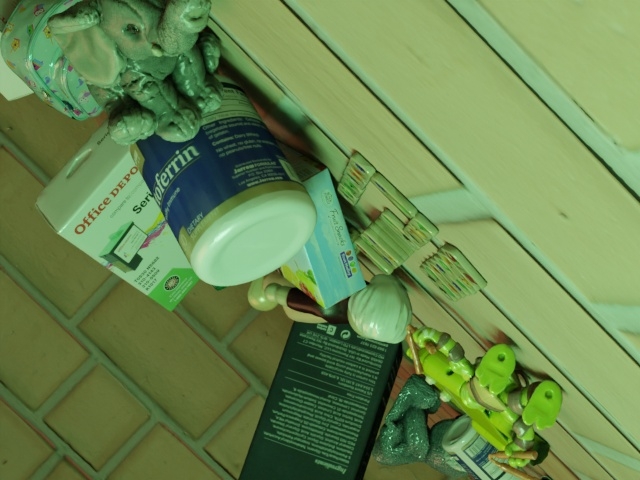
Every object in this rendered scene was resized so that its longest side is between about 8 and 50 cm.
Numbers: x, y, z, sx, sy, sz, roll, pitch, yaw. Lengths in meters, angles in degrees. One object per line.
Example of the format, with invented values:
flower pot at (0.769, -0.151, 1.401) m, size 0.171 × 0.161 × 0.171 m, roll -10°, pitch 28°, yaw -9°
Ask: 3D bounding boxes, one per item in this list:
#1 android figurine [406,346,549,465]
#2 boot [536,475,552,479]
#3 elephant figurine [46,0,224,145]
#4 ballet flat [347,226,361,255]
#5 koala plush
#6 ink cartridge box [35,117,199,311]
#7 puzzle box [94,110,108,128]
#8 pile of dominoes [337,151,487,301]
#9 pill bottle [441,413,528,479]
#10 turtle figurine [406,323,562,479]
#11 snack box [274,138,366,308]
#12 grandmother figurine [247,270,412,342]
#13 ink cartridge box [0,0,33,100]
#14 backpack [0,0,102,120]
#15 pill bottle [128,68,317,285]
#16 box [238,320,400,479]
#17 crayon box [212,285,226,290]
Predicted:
android figurine at (0.242, 0.252, 1.856) m, size 0.273 × 0.056 × 0.248 m, roll 36°, pitch 170°, yaw 43°
boot at (0.425, 0.467, 2.179) m, size 0.118 × 0.042 × 0.087 m, roll 37°, pitch 164°, yaw 43°
elephant figurine at (-0.182, -0.219, 1.167) m, size 0.239 × 0.186 × 0.169 m, roll 80°, pitch -172°, yaw -62°
ballet flat at (0.000, 0.000, 1.639) m, size 0.206 × 0.067 × 0.073 m, roll 19°, pitch 145°, yaw 59°
koala plush at (0.245, 0.428, 2.470) m, size 0.221 × 0.203 × 0.196 m, roll 29°, pitch 172°, yaw 13°
ink cartridge box at (-0.293, -0.042, 1.914) m, size 0.278 × 0.201 × 0.117 m, roll 41°, pitch -179°, yaw -42°
puzzle box at (-0.363, -0.183, 2.180) m, size 0.272 × 0.052 × 0.409 m, roll 71°, pitch 174°, yaw -75°
pile of dominoes at (0.086, 0.003, 1.280) m, size 0.196 × 0.040 × 0.251 m, roll 44°, pitch 174°, yaw 2°
pill bottle at (0.323, 0.421, 2.251) m, size 0.169 × 0.094 × 0.094 m, roll 46°, pitch 173°, yaw -12°
turtle figurine at (0.223, 0.191, 1.425) m, size 0.269 × 0.087 × 0.217 m, roll 53°, pitch 166°, yaw 1°
snack box at (-0.038, -0.031, 1.479) m, size 0.207 × 0.070 × 0.174 m, roll 32°, pitch 146°, yaw 56°
grandmother figurine at (0.028, 0.085, 1.643) m, size 0.342 × 0.208 × 0.104 m, roll -168°, pitch 69°, yaw -65°
ink cartridge box at (-0.503, -0.362, 1.884) m, size 0.160 × 0.092 × 0.219 m, roll 51°, pitch -151°, yaw -45°
backpack at (-0.385, -0.290, 1.776) m, size 0.144 × 0.166 × 0.188 m, roll 26°, pitch 167°, yaw 39°
pill bottle at (-0.127, -0.092, 1.320) m, size 0.265 × 0.153 × 0.153 m, roll 58°, pitch 180°, yaw 26°
box at (0.006, 0.362, 2.308) m, size 0.212 × 0.395 × 0.293 m, roll 17°, pitch 168°, yaw 8°
crayon box at (-0.228, -0.062, 2.202) m, size 0.165 × 0.081 × 0.278 m, roll 60°, pitch -173°, yaw -65°
